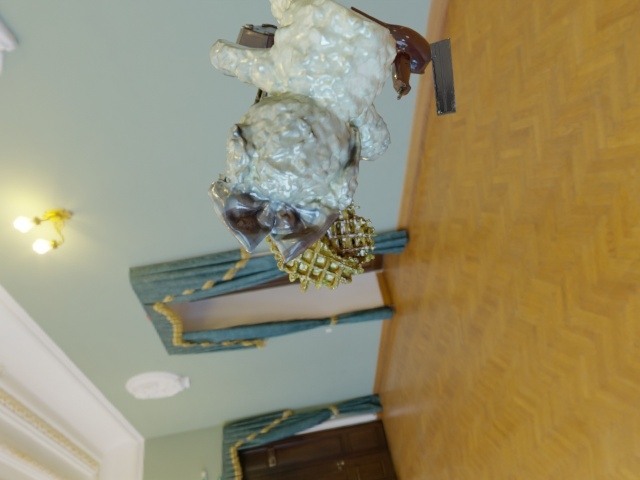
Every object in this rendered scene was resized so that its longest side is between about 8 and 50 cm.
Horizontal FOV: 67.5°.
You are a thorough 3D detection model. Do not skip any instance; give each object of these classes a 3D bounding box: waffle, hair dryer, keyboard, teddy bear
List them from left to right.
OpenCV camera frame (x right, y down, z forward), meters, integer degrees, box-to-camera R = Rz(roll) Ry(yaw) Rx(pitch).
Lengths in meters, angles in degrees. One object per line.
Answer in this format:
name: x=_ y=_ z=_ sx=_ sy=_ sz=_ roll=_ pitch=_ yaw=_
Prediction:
teddy bear: x=-0.038 y=-0.206 z=0.794 sx=0.362 sy=0.327 sz=0.375 roll=-63 pitch=22 yaw=19
waffle: x=0.000 y=0.000 z=0.896 sx=0.193 sy=0.197 sz=0.070 roll=48 pitch=-160 yaw=-5
hair dryer: x=0.204 y=-0.547 z=1.443 sx=0.123 sy=0.312 sz=0.341 roll=-52 pitch=22 yaw=47
keyboard: x=0.339 y=-0.450 z=1.326 sx=0.063 sy=0.010 sz=0.198 roll=2 pitch=105 yaw=43

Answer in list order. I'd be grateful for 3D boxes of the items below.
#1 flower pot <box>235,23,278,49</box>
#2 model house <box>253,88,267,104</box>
flower pot: x=-0.162 y=-0.625 z=1.505 sx=0.251 sy=0.178 sz=0.084 roll=-47 pitch=-23 yaw=-59
model house: x=-0.097 y=-0.230 z=1.240 sx=0.294 sy=0.153 sz=0.207 roll=99 pitch=175 yaw=-46
